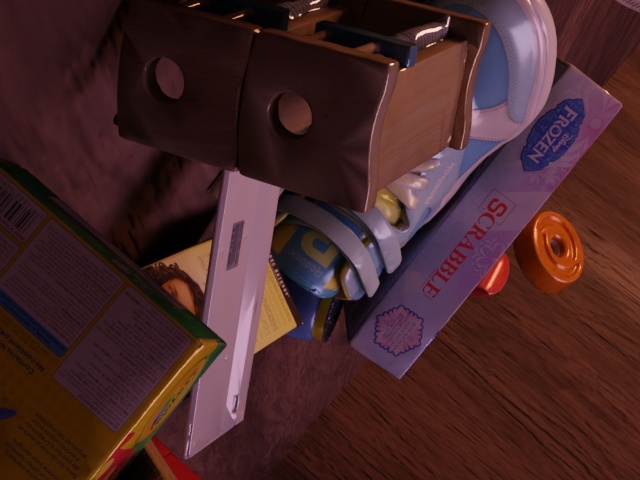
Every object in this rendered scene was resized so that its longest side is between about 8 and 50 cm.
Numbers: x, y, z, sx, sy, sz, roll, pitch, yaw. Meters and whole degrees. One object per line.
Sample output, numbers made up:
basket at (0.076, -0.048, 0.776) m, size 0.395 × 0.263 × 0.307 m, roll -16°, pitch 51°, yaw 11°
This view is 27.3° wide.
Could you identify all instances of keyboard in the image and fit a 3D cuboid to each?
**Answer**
keyboard at (-0.048, 0.001, 0.776) m, size 0.072 × 0.014 × 0.256 m, roll -17°, pitch 119°, yaw -64°

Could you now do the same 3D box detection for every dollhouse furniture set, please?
dollhouse furniture set at (0.002, -0.131, 0.587) m, size 0.129 × 0.129 × 0.183 m, roll -34°, pitch 137°, yaw -59°

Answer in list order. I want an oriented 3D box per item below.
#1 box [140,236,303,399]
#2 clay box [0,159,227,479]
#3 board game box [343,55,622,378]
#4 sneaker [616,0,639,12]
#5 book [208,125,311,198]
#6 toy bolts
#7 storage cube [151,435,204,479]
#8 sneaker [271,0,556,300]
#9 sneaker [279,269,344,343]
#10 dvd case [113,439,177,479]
box at (-0.091, 0.052, 0.848) m, size 0.058 × 0.087 × 0.232 m, roll -23°, pitch -177°, yaw 22°
clay box at (-0.161, 0.089, 0.571) m, size 0.222 × 0.127 × 0.053 m, roll -50°, pitch 170°, yaw 3°
board game box at (0.138, -0.054, 1.304) m, size 0.318 × 0.066 × 0.318 m, roll -52°, pitch -169°, yaw 13°
sneaker at (0.440, -0.395, 1.422) m, size 0.350 × 0.131 × 0.148 m, roll -34°, pitch -141°, yaw 48°
book at (-0.012, -0.082, 0.918) m, size 0.144 × 0.035 × 0.096 m, roll -53°, pitch 174°, yaw 9°
toy bolts at (0.171, 0.013, 1.551) m, size 0.158 × 0.218 × 0.228 m, roll -26°, pitch -163°, yaw 46°
storage cube at (-0.176, 0.220, 0.843) m, size 0.215 × 0.184 × 0.193 m, roll -52°, pitch 171°, yaw 11°
sneaker at (0.058, -0.061, 1.030) m, size 0.208 × 0.127 × 0.319 m, roll -45°, pitch 169°, yaw -36°
sneaker at (0.000, 0.000, 1.226) m, size 0.069 × 0.082 × 0.209 m, roll 90°, pitch 20°, yaw -52°
dvd case at (-0.155, 0.132, 0.647) m, size 0.018 × 0.221 × 0.164 m, roll 38°, pitch 92°, yaw -36°
